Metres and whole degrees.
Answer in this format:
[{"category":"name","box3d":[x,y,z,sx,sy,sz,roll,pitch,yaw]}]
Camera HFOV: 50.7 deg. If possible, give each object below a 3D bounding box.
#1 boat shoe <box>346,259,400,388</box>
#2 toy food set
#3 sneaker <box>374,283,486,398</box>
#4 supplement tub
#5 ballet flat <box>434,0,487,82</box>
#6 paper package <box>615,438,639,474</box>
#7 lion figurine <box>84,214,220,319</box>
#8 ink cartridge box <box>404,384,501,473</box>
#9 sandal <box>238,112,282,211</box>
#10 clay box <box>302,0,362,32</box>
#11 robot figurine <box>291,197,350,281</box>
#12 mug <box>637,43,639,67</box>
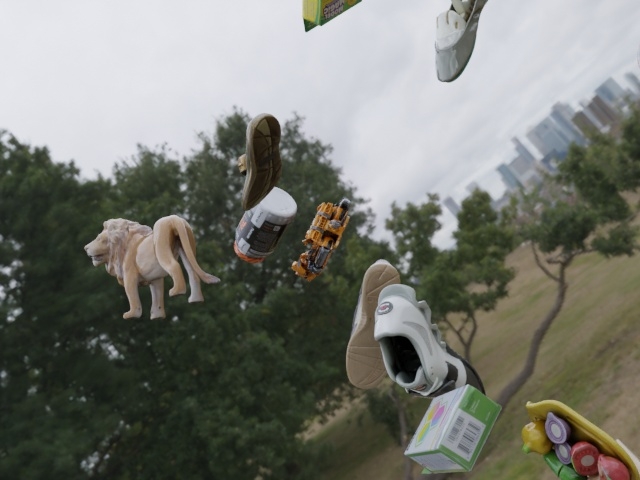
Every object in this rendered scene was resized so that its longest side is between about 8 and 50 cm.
[{"category":"boat shoe","box3d":[0.118,0.177,1.449,0.092,0.103,0.285,-53,-30,-74]},{"category":"toy food set","box3d":[0.357,0.310,0.927,0.071,0.218,0.128,-36,-46,-21]},{"category":"sneaker","box3d":[0.196,0.252,1.276,0.122,0.330,0.146,-26,22,35]},{"category":"supplement tub","box3d":[-0.148,-0.037,1.745,0.117,0.117,0.190,-30,-22,-51]},{"category":"ballet flat","box3d":[0.208,-0.341,1.025,0.072,0.068,0.213,3,65,54]},{"category":"paper package","box3d":[0.691,0.673,1.561,0.325,0.168,0.309,-52,-4,7]},{"category":"lion figurine","box3d":[-0.344,0.030,1.422,0.392,0.240,0.142,-20,-17,40]},{"category":"ink cartridge box","box3d":[0.195,0.303,1.066,0.109,0.062,0.209,-56,-2,-23]},{"category":"sandal","box3d":[-0.096,-0.120,1.002,0.072,0.049,0.180,-36,-29,-32]},{"category":"clay box","box3d":[0.025,-0.488,1.213,0.127,0.053,0.222,-41,-31,-31]},{"category":"robot figurine","box3d":[0.000,0.000,1.732,0.291,0.085,0.211,118,175,-69]},{"category":"mug","box3d":[0.565,-0.253,1.057,0.150,0.113,0.169,-40,-37,26]}]
